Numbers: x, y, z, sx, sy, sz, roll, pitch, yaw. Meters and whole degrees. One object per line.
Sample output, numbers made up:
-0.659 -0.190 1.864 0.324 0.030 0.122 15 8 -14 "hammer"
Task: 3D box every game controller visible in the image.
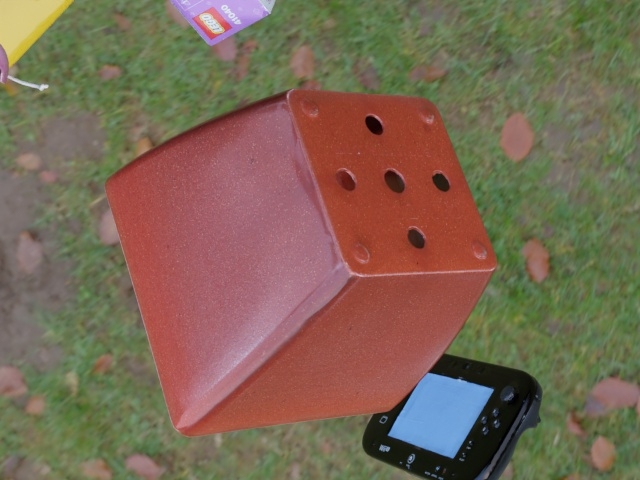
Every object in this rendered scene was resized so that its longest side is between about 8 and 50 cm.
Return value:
0.159 0.226 1.693 0.067 0.319 0.166 46 74 -18 "game controller"

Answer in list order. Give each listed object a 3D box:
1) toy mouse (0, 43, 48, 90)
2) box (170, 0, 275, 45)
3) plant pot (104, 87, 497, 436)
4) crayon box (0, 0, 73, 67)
-0.274 -0.140 0.941 0.161 0.143 0.031 17 89 21 "toy mouse"
-0.080 -0.295 0.902 0.057 0.293 0.201 -23 122 33 "box"
0.000 0.000 1.222 0.236 0.267 0.267 -40 61 43 "plant pot"
-0.355 -0.227 1.359 0.203 0.323 0.083 -48 116 -7 "crayon box"
